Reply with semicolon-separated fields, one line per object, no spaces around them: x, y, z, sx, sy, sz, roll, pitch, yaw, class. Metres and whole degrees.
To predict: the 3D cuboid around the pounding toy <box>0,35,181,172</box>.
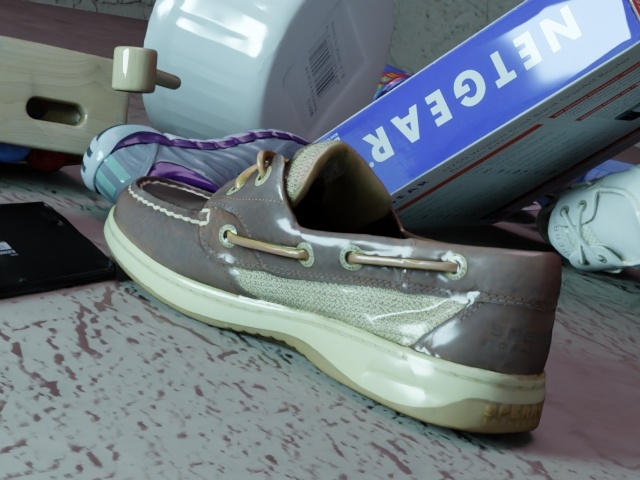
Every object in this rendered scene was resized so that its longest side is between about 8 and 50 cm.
-0.198;-0.102;1.115;0.181;0.094;0.206;8;-4;-36;pounding toy

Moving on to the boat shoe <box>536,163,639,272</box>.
0.260;-0.010;1.275;0.096;0.098;0.277;-17;0;-2;boat shoe

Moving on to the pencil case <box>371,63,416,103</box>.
0.017;-0.189;1.842;0.133;0.119;0.306;-43;42;-22;pencil case

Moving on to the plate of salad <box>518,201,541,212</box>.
0.155;-0.070;1.565;0.199;0.048;0.200;12;11;-3;plate of salad

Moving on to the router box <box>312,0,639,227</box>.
0.200;-0.121;1.249;0.335;0.082;0.301;-31;-16;31;router box

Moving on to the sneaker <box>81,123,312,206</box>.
-0.076;-0.034;1.099;0.223;0.083;0.098;-2;37;-35;sneaker

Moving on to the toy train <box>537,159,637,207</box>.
0.312;-0.043;1.460;0.184;0.080;0.105;18;-14;44;toy train

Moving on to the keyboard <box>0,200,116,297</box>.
-0.211;0.009;0.813;0.100;0.038;0.192;42;20;19;keyboard

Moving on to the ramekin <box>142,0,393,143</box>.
-0.043;-0.196;1.414;0.135;0.277;0.277;26;15;25;ramekin

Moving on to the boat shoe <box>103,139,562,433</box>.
0.000;0.000;0.817;0.123;0.123;0.342;3;15;-43;boat shoe
